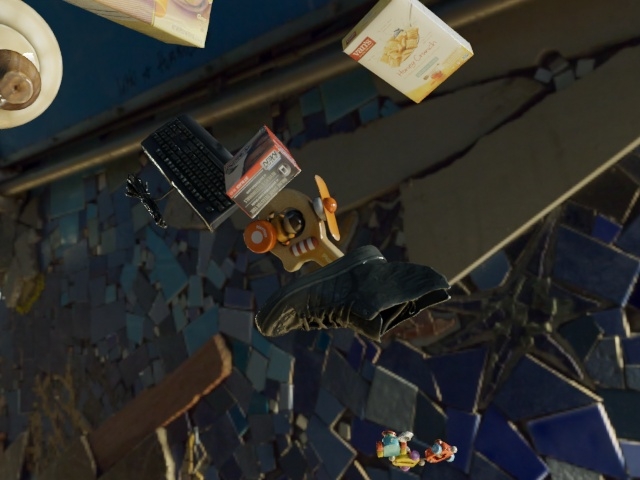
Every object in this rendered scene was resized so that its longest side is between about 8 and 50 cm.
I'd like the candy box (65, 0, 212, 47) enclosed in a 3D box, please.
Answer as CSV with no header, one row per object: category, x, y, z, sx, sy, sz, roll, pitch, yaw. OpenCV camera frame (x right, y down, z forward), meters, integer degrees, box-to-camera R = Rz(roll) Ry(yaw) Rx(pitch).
candy box,-0.272,-0.407,0.846,0.087,0.183,0.316,15,8,24

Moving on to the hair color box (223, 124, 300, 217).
hair color box,-0.088,-0.103,0.847,0.053,0.093,0.167,44,6,-22

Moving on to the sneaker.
sneaker,0.029,0.062,0.561,0.170,0.089,0.051,-30,-37,-10

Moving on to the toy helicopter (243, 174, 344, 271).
toy helicopter,0.000,0.000,1.484,0.355,0.235,0.140,41,18,13

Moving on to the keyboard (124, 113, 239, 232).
keyboard,-0.265,-0.118,1.122,0.317,0.201,0.033,43,-6,39

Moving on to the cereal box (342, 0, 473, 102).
cereal box,0.191,-0.422,1.306,0.240,0.047,0.173,23,-46,-33

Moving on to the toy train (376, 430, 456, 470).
toy train,0.185,0.408,1.193,0.125,0.046,0.166,-37,-54,27

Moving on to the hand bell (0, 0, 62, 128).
hand bell,-0.247,-0.130,0.456,0.126,0.126,0.242,1,17,-32
